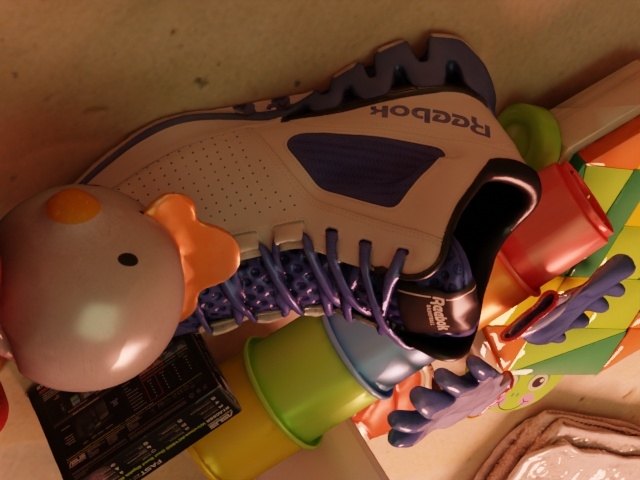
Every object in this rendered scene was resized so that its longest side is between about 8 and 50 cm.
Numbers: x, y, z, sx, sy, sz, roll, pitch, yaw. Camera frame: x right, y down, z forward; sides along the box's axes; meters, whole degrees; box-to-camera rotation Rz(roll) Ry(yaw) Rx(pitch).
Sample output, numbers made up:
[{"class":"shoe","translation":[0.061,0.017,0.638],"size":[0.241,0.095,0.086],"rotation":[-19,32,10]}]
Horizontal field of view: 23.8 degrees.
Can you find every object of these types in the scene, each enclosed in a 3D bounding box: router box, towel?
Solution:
[{"class":"router box","translation":[-0.124,0.106,1.001],"size":[0.122,0.092,0.038],"rotation":[-34,140,1]},{"class":"towel","translation":[0.185,0.270,1.392],"size":[0.187,0.049,0.282],"rotation":[13,121,-39]}]

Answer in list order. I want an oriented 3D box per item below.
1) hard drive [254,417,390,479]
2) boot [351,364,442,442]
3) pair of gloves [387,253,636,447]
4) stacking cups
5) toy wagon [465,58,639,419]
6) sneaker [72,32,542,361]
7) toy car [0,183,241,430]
[{"class":"hard drive","translation":[0.017,0.294,1.072],"size":[0.047,0.353,0.233],"rotation":[4,127,-34]},{"class":"boot","translation":[0.040,0.100,1.130],"size":[0.085,0.059,0.158],"rotation":[-25,140,-3]},{"class":"pair of gloves","translation":[0.132,0.075,1.045],"size":[0.198,0.023,0.159],"rotation":[-44,162,19]},{"class":"stacking cups","translation":[0.051,0.057,1.028],"size":[0.316,0.096,0.096],"rotation":[-32,140,12]},{"class":"toy wagon","translation":[0.202,0.021,1.146],"size":[0.267,0.068,0.344],"rotation":[4,127,-35]},{"class":"sneaker","translation":[0.001,0.000,0.910],"size":[0.316,0.182,0.127],"rotation":[-25,137,-10]},{"class":"toy car","translation":[-0.156,0.017,0.798],"size":[0.238,0.219,0.210],"rotation":[-17,136,-20]}]
